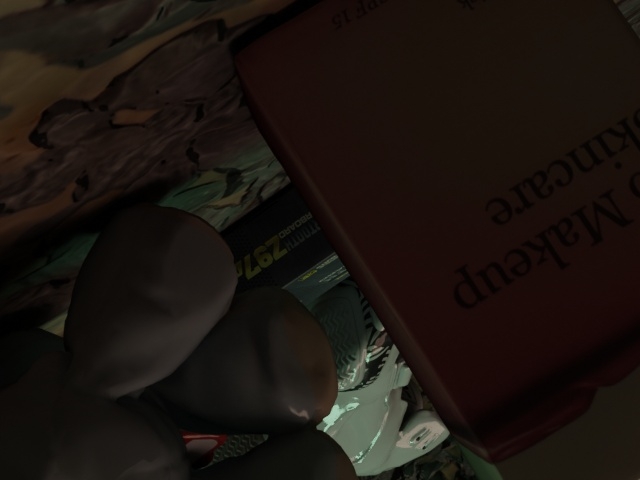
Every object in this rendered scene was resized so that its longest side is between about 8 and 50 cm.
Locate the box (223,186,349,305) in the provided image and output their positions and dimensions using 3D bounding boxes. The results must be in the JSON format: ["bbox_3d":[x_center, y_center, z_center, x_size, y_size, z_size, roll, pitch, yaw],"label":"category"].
[{"bbox_3d":[0.000,0.000,0.814,0.233,0.059,0.183,-34,172,15],"label":"box"}]

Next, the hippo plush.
[{"bbox_3d":[-0.136,0.147,0.577,0.237,0.234,0.294,-25,-163,42],"label":"hippo plush"}]

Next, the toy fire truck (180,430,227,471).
[{"bbox_3d":[-0.217,0.188,0.883,0.254,0.169,0.302,7,149,-34],"label":"toy fire truck"}]

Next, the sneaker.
[{"bbox_3d":[0.045,0.114,1.046,0.210,0.137,0.365,2,135,-38],"label":"sneaker"}]

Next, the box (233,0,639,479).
[{"bbox_3d":[0.086,-0.010,0.483,0.149,0.232,0.127,-32,172,-3],"label":"box"}]
